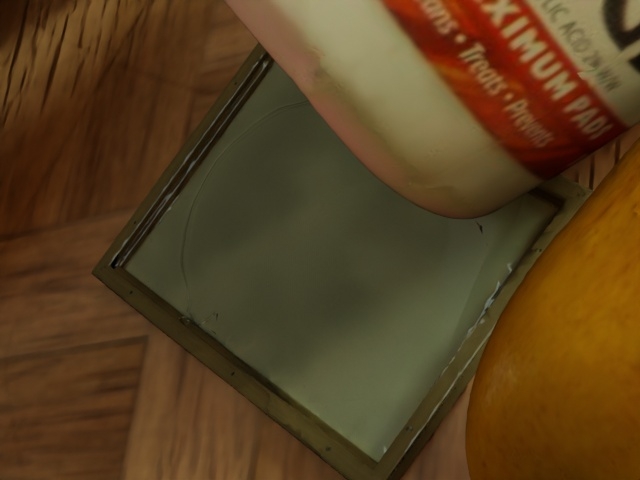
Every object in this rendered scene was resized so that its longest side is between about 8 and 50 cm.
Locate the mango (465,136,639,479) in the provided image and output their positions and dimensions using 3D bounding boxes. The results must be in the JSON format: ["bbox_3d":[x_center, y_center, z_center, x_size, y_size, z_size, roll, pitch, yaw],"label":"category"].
[{"bbox_3d":[0.147,0.002,0.434,0.252,0.126,0.154,-31,28,12],"label":"mango"}]

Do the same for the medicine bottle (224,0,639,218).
[{"bbox_3d":[0.072,-0.168,0.515,0.240,0.252,0.253,-34,48,14],"label":"medicine bottle"}]

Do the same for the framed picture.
[{"bbox_3d":[0.000,0.000,0.642,0.201,0.010,0.136,33,85,44],"label":"framed picture"}]
